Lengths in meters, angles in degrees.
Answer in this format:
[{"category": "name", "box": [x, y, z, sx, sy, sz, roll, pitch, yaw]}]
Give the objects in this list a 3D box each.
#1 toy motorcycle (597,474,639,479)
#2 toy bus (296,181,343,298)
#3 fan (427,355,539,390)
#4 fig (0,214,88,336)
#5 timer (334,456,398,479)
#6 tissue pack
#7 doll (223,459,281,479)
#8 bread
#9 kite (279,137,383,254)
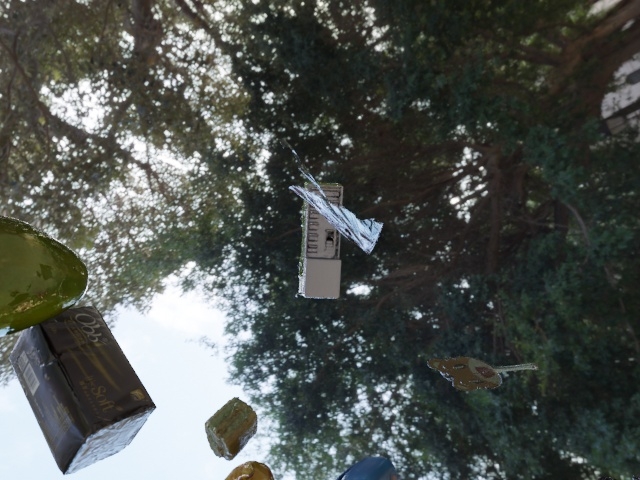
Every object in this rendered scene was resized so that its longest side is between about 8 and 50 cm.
[{"category": "toy motorcycle", "box": [0.597, 0.522, 0.807, 0.134, 0.207, 0.400, 74, -159, -58]}, {"category": "toy bus", "box": [0.000, 0.000, 1.159, 0.113, 0.139, 0.301, 2, -87, -8]}, {"category": "fan", "box": [0.360, 0.285, 0.989, 0.152, 0.227, 0.008, 43, -133, -24]}, {"category": "fig", "box": [-0.660, 0.075, 0.956, 0.326, 0.258, 0.257, 6, -114, -57]}, {"category": "timer", "box": [0.101, 0.657, 0.992, 0.340, 0.115, 0.308, 33, -126, -66]}, {"category": "tissue pack", "box": [-0.621, 0.364, 1.161, 0.370, 0.210, 0.198, 48, -153, 22]}, {"category": "doll", "box": [-0.202, 0.824, 1.470, 0.269, 0.167, 0.162, 56, 178, -18]}, {"category": "bread", "box": [-0.267, 0.582, 1.390, 0.102, 0.196, 0.138, 31, -134, 26]}, {"category": "kite", "box": [0.008, -0.032, 0.402, 0.011, 0.139, 0.156, -50, -48, -12]}]
